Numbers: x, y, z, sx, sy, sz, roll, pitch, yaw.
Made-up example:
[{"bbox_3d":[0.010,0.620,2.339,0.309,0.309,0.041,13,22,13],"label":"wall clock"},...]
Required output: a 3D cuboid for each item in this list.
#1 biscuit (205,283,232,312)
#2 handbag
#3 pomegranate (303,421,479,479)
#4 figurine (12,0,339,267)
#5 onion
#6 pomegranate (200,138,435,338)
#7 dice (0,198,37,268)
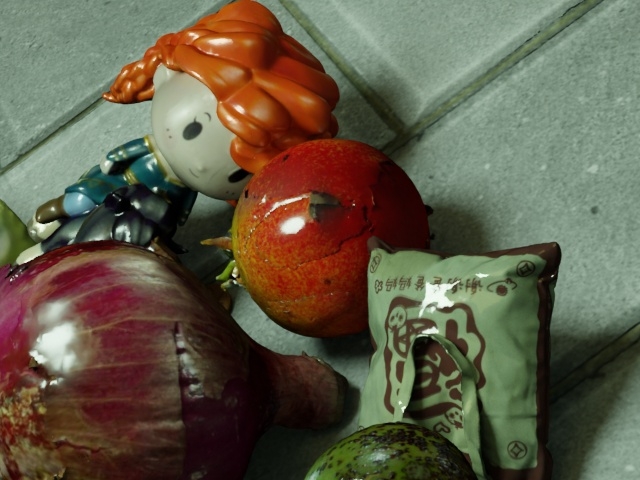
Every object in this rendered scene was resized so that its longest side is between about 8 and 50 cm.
[{"bbox_3d":[-0.143,0.081,1.941,0.091,0.015,0.078,-36,40,-1],"label":"biscuit"},{"bbox_3d":[0.124,0.112,1.598,0.213,0.127,0.235,1,84,33],"label":"handbag"},{"bbox_3d":[0.096,0.263,1.482,0.248,0.214,0.214,4,45,-6],"label":"pomegranate"},{"bbox_3d":[-0.171,-0.076,1.925,0.412,0.241,0.306,-44,6,-7],"label":"figurine"},{"bbox_3d":[-0.157,0.161,1.692,0.385,0.347,0.347,-2,36,-19],"label":"onion"},{"bbox_3d":[0.000,0.000,1.778,0.235,0.210,0.210,-12,46,33],"label":"pomegranate"},{"bbox_3d":[-0.480,0.048,2.047,0.233,0.227,0.238,17,61,41],"label":"dice"}]
